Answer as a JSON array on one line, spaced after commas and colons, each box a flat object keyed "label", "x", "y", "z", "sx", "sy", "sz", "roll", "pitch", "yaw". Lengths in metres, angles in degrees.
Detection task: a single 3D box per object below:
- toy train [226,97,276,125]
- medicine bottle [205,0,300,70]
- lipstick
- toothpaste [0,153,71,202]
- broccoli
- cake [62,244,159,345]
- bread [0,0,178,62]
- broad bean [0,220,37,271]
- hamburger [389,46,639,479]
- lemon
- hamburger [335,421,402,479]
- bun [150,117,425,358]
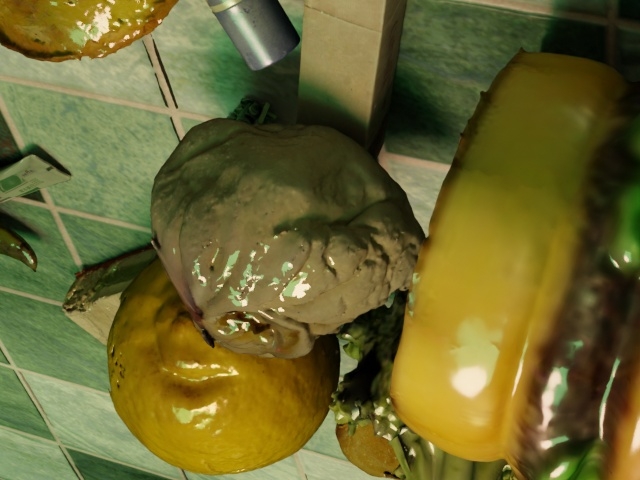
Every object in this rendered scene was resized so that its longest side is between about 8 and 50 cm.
[{"label": "toy train", "x": -0.074, "y": -0.120, "z": 1.587, "sx": 0.053, "sy": 0.033, "sz": 0.083, "roll": 29, "pitch": 149, "yaw": -14}, {"label": "medicine bottle", "x": -0.099, "y": -0.262, "z": 1.323, "sx": 0.059, "sy": 0.059, "sz": 0.231, "roll": -10, "pitch": 121, "yaw": 44}, {"label": "lipstick", "x": 0.030, "y": -0.188, "z": 1.368, "sx": 0.079, "sy": 0.076, "sz": 0.371, "roll": 22, "pitch": 149, "yaw": 10}, {"label": "toothpaste", "x": -0.406, "y": -0.071, "z": 1.896, "sx": 0.218, "sy": 0.041, "sz": 0.064, "roll": -14, "pitch": 142, "yaw": 43}, {"label": "broccoli", "x": 0.142, "y": 0.208, "z": 1.655, "sx": 0.293, "sy": 0.281, "sz": 0.348, "roll": 17, "pitch": 141, "yaw": -17}, {"label": "cake", "x": -0.245, "y": 0.083, "z": 1.957, "sx": 0.116, "sy": 0.086, "sz": 0.220, "roll": 43, "pitch": 145, "yaw": -24}, {"label": "bread", "x": -0.244, "y": -0.256, "z": 1.402, "sx": 0.260, "sy": 0.147, "sz": 0.160, "roll": 6, "pitch": 146, "yaw": 30}, {"label": "broad bean", "x": -0.531, "y": -0.033, "z": 2.018, "sx": 0.339, "sy": 0.061, "sz": 0.077, "roll": 21, "pitch": 137, "yaw": 8}, {"label": "hamburger", "x": 0.244, "y": 0.040, "z": 1.255, "sx": 0.277, "sy": 0.396, "sz": 0.396, "roll": 18, "pitch": 148, "yaw": 14}, {"label": "lemon", "x": -0.117, "y": 0.141, "z": 1.767, "sx": 0.297, "sy": 0.297, "sz": 0.297, "roll": 19, "pitch": 148, "yaw": 12}, {"label": "hamburger", "x": 0.114, "y": 0.235, "z": 1.914, "sx": 0.177, "sy": 0.113, "sz": 0.185, "roll": 28, "pitch": 141, "yaw": 8}, {"label": "bun", "x": -0.051, "y": 0.008, "z": 1.447, "sx": 0.281, "sy": 0.205, "sz": 0.282, "roll": 21, "pitch": 147, "yaw": 14}]
